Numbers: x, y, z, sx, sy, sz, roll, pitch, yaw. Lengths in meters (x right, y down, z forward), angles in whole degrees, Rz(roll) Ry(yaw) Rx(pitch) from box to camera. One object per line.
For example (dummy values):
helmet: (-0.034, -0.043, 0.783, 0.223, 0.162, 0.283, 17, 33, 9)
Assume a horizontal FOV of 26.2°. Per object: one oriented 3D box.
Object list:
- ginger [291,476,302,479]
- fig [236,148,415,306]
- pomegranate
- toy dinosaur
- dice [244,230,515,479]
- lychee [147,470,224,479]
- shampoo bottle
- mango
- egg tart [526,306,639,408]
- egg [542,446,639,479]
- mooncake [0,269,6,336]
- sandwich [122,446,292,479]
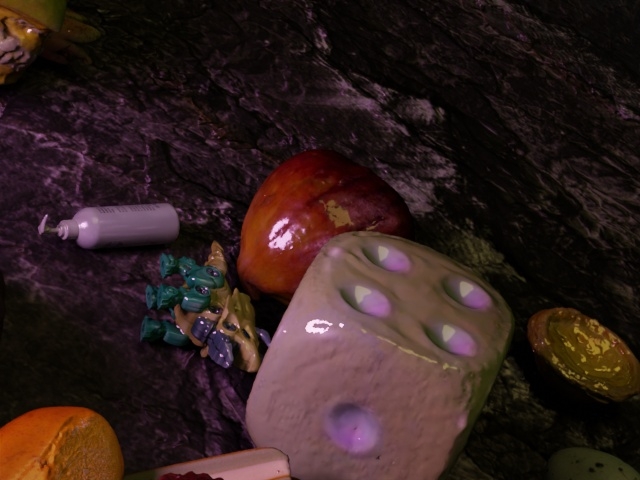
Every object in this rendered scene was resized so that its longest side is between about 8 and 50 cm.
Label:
ginger: (0.054, 0.368, 1.516, 0.309, 0.107, 0.133, 30, 49, 2)
fig: (0.009, -0.009, 1.838, 0.224, 0.224, 0.263, 44, 31, 14)
pomegranate: (-0.428, -0.320, 1.877, 0.236, 0.236, 0.302, 49, 15, 21)
toy dinosaur: (-0.150, 0.068, 1.729, 0.153, 0.094, 0.259, 17, 31, -24)
dice: (0.068, 0.157, 1.632, 0.252, 0.254, 0.250, 27, 29, 6)
lychee: (-0.144, 0.332, 1.263, 0.300, 0.264, 0.264, 41, 35, -6)
shampoo bottle: (-0.274, -0.017, 1.755, 0.195, 0.056, 0.056, -5, 50, -40)
mango: (-0.291, 0.256, 1.383, 0.141, 0.102, 0.217, 54, 36, -12)
egg tart: (0.380, 0.177, 2.022, 0.191, 0.074, 0.191, 20, 37, -16)
egg: (0.358, 0.333, 1.773, 0.131, 0.131, 0.164, 2, 39, -37)
mooncake: (-0.468, 0.076, 1.418, 0.283, 0.141, 0.283, 16, 33, -11)
sandwich: (-0.127, 0.267, 1.481, 0.163, 0.113, 0.079, 14, 40, -24)
